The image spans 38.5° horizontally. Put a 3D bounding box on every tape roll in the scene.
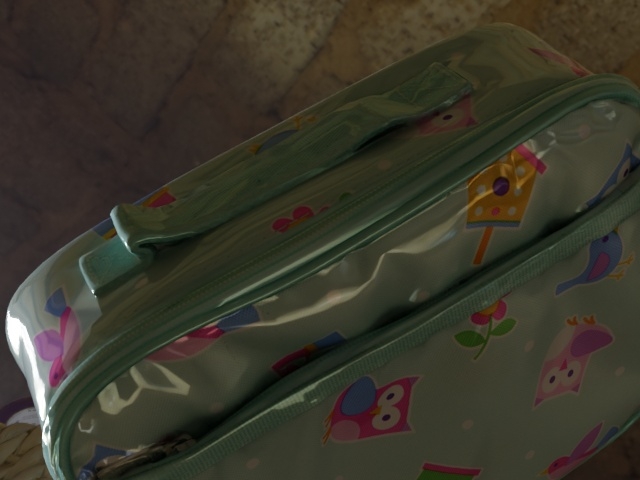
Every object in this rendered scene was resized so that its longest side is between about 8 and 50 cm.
[{"bbox_3d":[-0.572,0.407,1.849,0.189,0.189,0.080,-55,-18,-57],"label":"tape roll"}]

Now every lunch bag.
[{"bbox_3d":[0.020,0.047,0.395,0.279,0.224,0.108,-31,43,-9],"label":"lunch bag"}]

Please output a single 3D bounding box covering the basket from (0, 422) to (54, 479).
[{"bbox_3d":[-0.292,0.317,0.611,0.328,0.266,0.331,-8,21,28],"label":"basket"}]
